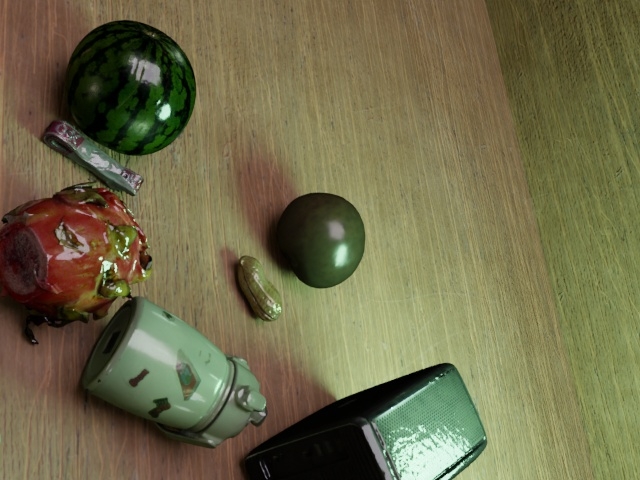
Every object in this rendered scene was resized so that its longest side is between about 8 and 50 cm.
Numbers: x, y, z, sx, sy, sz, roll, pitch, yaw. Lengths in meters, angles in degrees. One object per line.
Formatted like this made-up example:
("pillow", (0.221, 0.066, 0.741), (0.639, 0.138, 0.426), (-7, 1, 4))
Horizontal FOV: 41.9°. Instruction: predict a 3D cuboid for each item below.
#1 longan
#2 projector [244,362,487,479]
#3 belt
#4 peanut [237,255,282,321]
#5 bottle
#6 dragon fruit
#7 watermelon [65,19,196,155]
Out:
("longan", (0.000, 0.000, 2.145), (0.248, 0.248, 0.248), (25, 53, -38))
("projector", (0.105, 0.471, 1.851), (0.405, 0.395, 0.242), (-16, 82, -52))
("belt", (-0.493, -0.175, 1.812), (0.232, 0.071, 0.053), (37, 53, -25))
("peanut", (-0.148, 0.115, 2.023), (0.080, 0.080, 0.174), (-25, 87, -51))
("bottle", (-0.275, 0.279, 1.672), (0.352, 0.229, 0.229), (33, 48, -23))
("dragon fruit", (-0.456, 0.028, 1.604), (0.291, 0.250, 0.269), (-8, 77, -57))
("watermelon", (-0.414, -0.332, 1.820), (0.285, 0.285, 0.285), (25, 53, -38))
